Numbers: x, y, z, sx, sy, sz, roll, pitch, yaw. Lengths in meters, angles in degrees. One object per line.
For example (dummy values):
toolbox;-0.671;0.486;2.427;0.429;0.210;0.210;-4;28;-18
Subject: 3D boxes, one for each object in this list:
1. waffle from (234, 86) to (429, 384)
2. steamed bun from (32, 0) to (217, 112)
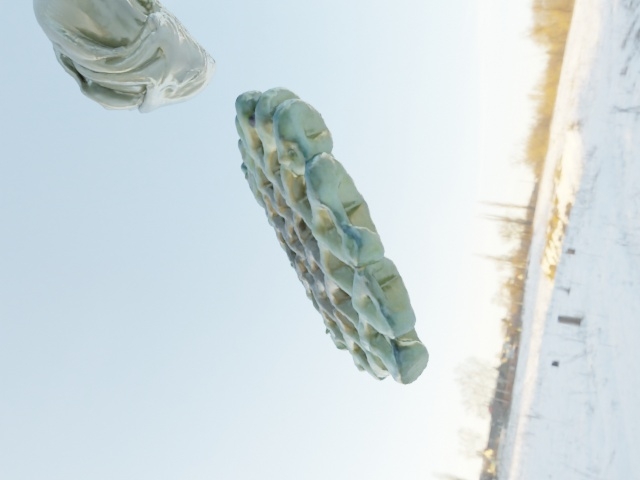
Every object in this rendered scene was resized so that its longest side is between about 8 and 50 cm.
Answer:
waffle;0.000;0.000;0.523;0.309;0.056;0.292;63;166;1
steamed bun;-0.361;-0.345;0.932;0.219;0.310;0.324;-46;13;9
